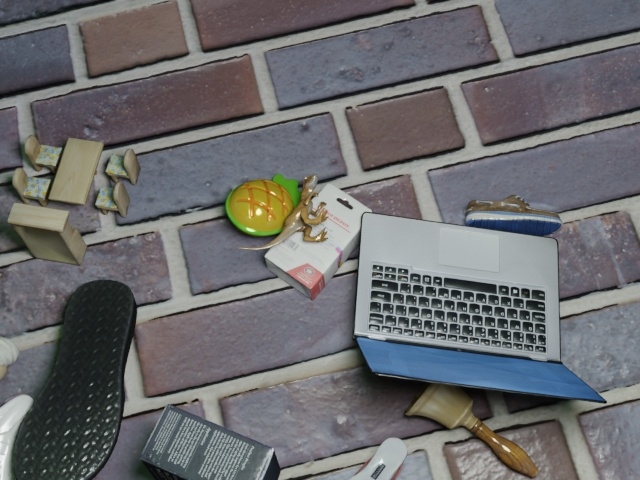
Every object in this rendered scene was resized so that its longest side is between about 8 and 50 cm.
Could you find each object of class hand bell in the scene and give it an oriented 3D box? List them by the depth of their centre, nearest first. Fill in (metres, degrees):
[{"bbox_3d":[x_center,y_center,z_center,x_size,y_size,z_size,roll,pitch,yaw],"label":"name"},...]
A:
[{"bbox_3d":[0.280,0.329,1.917,0.242,0.126,0.126,38,72,5],"label":"hand bell"}]

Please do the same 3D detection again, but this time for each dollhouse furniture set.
[{"bbox_3d":[-0.491,-0.099,2.112,0.212,0.161,0.242,9,66,7],"label":"dollhouse furniture set"}]

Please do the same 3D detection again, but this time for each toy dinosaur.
[{"bbox_3d":[-0.046,-0.029,2.046,0.112,0.064,0.211,16,56,31],"label":"toy dinosaur"}]

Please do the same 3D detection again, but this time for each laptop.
[{"bbox_3d":[0.264,0.103,1.893,0.382,0.236,0.407,8,62,-5],"label":"laptop"}]

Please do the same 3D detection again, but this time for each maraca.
[{"bbox_3d":[-0.099,-0.069,2.116,0.186,0.099,0.127,-26,69,-37],"label":"maraca"}]

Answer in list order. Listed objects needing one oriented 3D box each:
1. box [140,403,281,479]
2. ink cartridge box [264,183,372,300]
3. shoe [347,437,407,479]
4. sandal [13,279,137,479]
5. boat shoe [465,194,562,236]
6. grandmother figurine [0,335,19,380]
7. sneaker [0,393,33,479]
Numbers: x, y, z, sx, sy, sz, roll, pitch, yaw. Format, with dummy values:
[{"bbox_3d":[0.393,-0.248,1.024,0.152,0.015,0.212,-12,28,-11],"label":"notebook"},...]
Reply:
[{"bbox_3d":[-0.184,0.383,1.874,0.207,0.153,0.108,21,67,11],"label":"box"},{"bbox_3d":[0.000,0.000,2.091,0.115,0.067,0.198,35,73,18],"label":"ink cartridge box"},{"bbox_3d":[0.084,0.419,1.879,0.063,0.081,0.178,37,69,18],"label":"shoe"},{"bbox_3d":[-0.417,0.277,1.977,0.168,0.107,0.445,6,53,7],"label":"sandal"},{"bbox_3d":[0.369,-0.053,2.096,0.183,0.066,0.066,4,58,2],"label":"boat shoe"},{"bbox_3d":[-0.660,0.310,1.950,0.208,0.104,0.342,8,53,36],"label":"grandmother figurine"},{"bbox_3d":[-0.571,0.418,1.919,0.152,0.114,0.305,29,72,-1],"label":"sneaker"}]
